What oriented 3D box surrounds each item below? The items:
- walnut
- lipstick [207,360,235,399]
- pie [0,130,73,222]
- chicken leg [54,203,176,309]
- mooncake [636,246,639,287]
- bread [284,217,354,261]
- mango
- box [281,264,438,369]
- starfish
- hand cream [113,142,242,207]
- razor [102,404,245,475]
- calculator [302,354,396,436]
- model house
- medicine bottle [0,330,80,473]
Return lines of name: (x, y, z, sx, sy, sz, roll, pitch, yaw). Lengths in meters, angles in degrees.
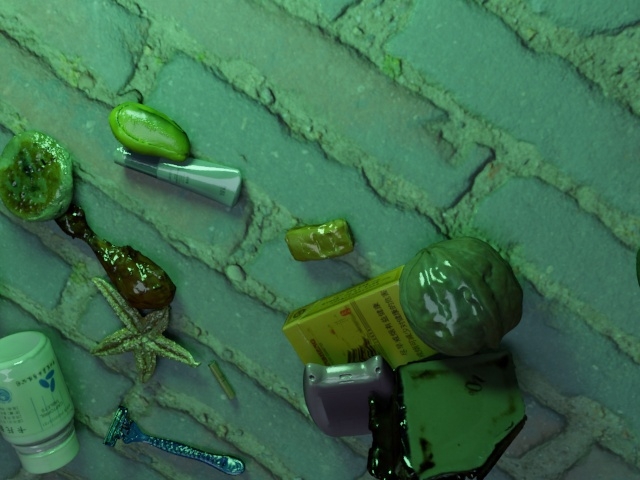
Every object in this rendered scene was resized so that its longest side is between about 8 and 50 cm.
walnut: (0.252, 0.103, 1.638, 0.224, 0.224, 0.224, 6, 117, 12)
lipstick: (-0.214, 0.304, 1.964, 0.019, 0.019, 0.094, -22, 108, 24)
pie: (-0.577, -0.127, 1.823, 0.187, 0.041, 0.187, 3, 99, 18)
chicken leg: (-0.430, 0.038, 1.862, 0.304, 0.093, 0.113, 38, 132, 0)
mooncake: (0.635, 0.049, 1.563, 0.168, 0.104, 0.175, -8, 116, 12)
bread: (0.000, 0.000, 1.738, 0.132, 0.053, 0.074, -8, 113, 21)
mango: (-0.321, -0.202, 1.715, 0.165, 0.074, 0.091, 30, 92, -8)
box: (0.084, 0.180, 1.791, 0.274, 0.076, 0.174, -24, 105, 24)
starfish: (-0.407, 0.210, 1.956, 0.295, 0.048, 0.231, 41, 119, -5)
hand cream: (-0.274, -0.134, 1.753, 0.255, 0.048, 0.079, 17, 121, 4)
razor: (-0.325, 0.472, 2.064, 0.324, 0.093, 0.056, 18, 159, 2)
calculator: (0.067, 0.329, 1.822, 0.194, 0.043, 0.294, -8, 141, 5)
model house: (0.229, 0.395, 1.694, 0.297, 0.317, 0.282, 8, 133, -12)
medicine bottle: (-0.647, 0.363, 2.027, 0.170, 0.170, 0.293, -4, 115, 17)
